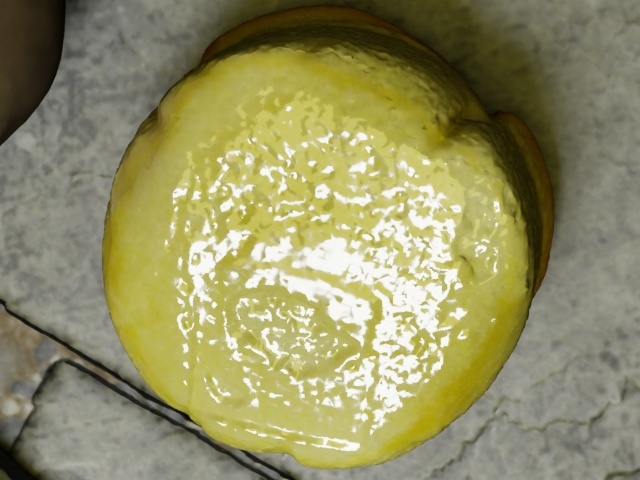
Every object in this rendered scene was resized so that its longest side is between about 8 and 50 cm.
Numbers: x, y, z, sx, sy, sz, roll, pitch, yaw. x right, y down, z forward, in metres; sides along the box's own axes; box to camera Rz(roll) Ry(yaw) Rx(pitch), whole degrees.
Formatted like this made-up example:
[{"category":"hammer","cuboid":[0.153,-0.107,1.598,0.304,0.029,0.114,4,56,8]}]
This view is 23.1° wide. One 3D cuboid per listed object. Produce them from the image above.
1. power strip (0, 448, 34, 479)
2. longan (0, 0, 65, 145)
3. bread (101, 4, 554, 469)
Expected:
[{"category":"power strip","cuboid":[-0.258,0.169,1.024,0.257,0.070,0.105,43,104,-5]},{"category":"longan","cuboid":[-0.283,-0.148,0.850,0.297,0.297,0.297,1,103,7]},{"category":"bread","cuboid":[0.000,0.000,0.916,0.270,0.148,0.269,2,103,11]}]
